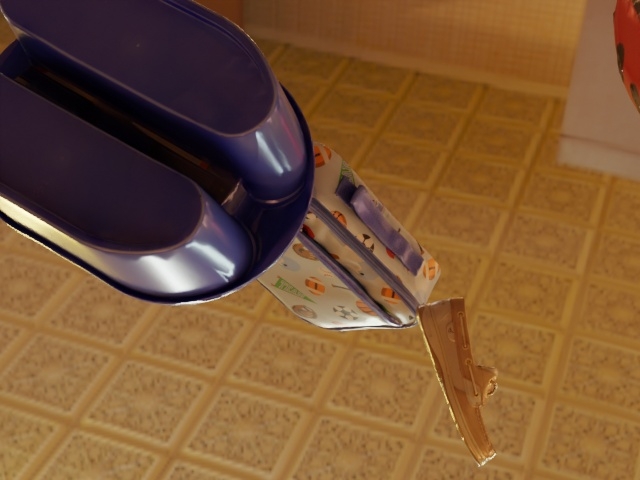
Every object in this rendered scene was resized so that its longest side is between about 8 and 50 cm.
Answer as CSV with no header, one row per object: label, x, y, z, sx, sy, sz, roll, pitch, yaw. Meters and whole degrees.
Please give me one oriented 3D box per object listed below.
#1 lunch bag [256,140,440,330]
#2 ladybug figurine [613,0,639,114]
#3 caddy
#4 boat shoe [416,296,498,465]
lunch bag,0.000,0.000,1.439,0.243,0.303,0.115,-4,-129,47
ladybug figurine,0.450,-0.237,1.282,0.161,0.305,0.449,12,-151,-8
caddy,-0.169,-0.093,0.986,0.341,0.179,0.241,30,-101,14
boat shoe,0.147,0.137,1.109,0.059,0.170,0.063,-20,178,2
